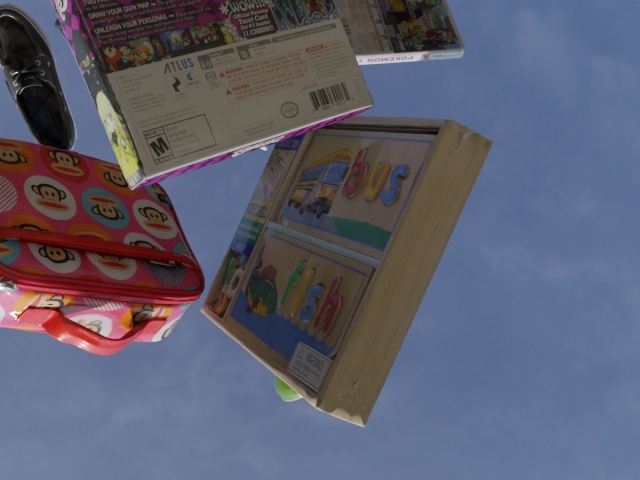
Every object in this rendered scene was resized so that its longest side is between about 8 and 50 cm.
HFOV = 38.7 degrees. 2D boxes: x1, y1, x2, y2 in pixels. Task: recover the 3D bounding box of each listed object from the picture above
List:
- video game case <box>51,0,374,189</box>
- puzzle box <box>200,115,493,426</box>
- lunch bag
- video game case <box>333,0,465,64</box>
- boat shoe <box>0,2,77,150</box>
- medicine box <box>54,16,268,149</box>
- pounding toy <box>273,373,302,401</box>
[{"bbox_3d":[-0.087,-0.172,0.731,0.232,0.042,0.210,-24,-88,-35],"label":"video game case"},{"bbox_3d":[0.000,0.000,0.943,0.052,0.409,0.272,26,-93,-23],"label":"puzzle box"},{"bbox_3d":[-0.285,0.016,1.048,0.293,0.120,0.258,11,-138,-45],"label":"lunch bag"},{"bbox_3d":[0.092,-0.330,1.301,0.183,0.023,0.201,-6,-125,-11],"label":"video game case"},{"bbox_3d":[-0.409,-0.221,1.294,0.080,0.076,0.228,-17,-66,-8],"label":"boat shoe"},{"bbox_3d":[-0.210,-0.288,1.405,0.263,0.289,0.149,15,-108,17],"label":"medicine box"},{"bbox_3d":[-0.026,0.131,1.373,0.183,0.237,0.110,-41,-80,-1],"label":"pounding toy"}]
